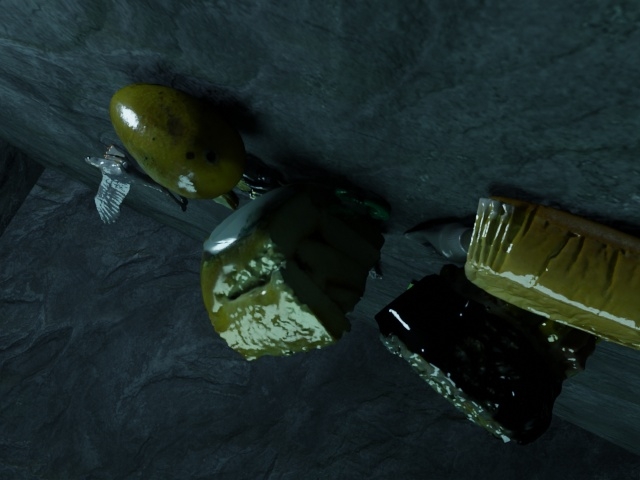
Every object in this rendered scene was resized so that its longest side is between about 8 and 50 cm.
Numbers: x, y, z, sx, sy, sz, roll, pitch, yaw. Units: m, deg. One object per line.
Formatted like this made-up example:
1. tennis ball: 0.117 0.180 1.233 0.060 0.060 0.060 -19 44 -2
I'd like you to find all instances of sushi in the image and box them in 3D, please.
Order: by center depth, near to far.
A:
1. sushi: 0.294 0.159 0.917 0.329 0.285 0.328 39 173 9

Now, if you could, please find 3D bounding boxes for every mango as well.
1. mango: -0.261 -0.190 0.904 0.329 0.176 0.176 43 143 25

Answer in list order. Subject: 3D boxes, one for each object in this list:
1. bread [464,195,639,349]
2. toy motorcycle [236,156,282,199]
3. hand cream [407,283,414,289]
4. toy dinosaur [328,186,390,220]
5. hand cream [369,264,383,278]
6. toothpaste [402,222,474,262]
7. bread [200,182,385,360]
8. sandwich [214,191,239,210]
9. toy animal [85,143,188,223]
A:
1. bread: 0.336 0.043 0.674 0.288 0.119 0.152 23 171 24
2. toy motorcycle: -0.137 -0.130 1.104 0.124 0.061 0.193 5 157 43
3. hand cream: 0.326 0.171 1.437 0.175 0.046 0.095 31 170 12
4. toy dinosaur: 0.069 -0.069 0.948 0.096 0.059 0.132 5 165 41
5. hand cream: 0.133 0.079 1.455 0.084 0.050 0.257 21 170 12
6. toothpaste: 0.228 0.008 0.924 0.099 0.069 0.282 57 177 0
7. bread: -0.055 0.019 1.024 0.239 0.395 0.264 -24 112 36
8. sandwich: -0.288 -0.132 1.474 0.093 0.035 0.105 25 167 12
9. toy animal: -0.624 -0.197 1.726 0.285 0.224 0.302 7 155 3
